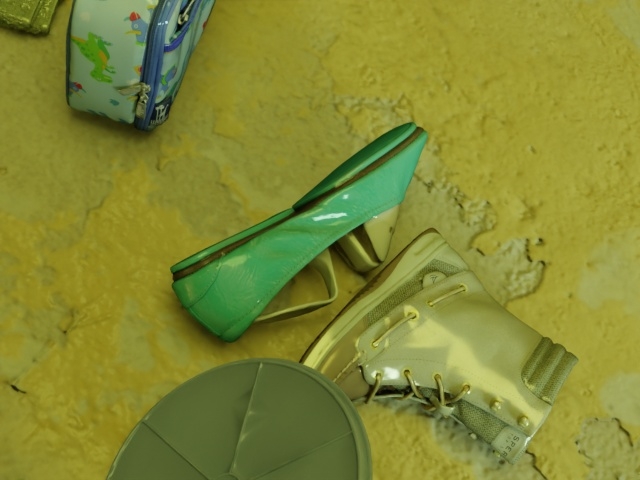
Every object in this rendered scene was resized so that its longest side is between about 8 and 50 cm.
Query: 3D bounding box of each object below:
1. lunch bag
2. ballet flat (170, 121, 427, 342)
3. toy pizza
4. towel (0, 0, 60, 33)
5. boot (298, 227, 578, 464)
[{"bbox_3d":[-0.125,-0.207,1.015,0.090,0.176,0.219,20,57,-2],"label":"lunch bag"},{"bbox_3d":[0.000,0.000,0.996,0.247,0.083,0.087,-33,97,-27],"label":"ballet flat"},{"bbox_3d":[-0.056,0.170,0.855,0.201,0.032,0.201,-15,52,20],"label":"toy pizza"},{"bbox_3d":[-0.278,-0.231,1.078,0.148,0.027,0.110,19,59,-4],"label":"towel"},{"bbox_3d":[0.076,0.108,0.947,0.165,0.077,0.213,41,59,8],"label":"boot"}]
